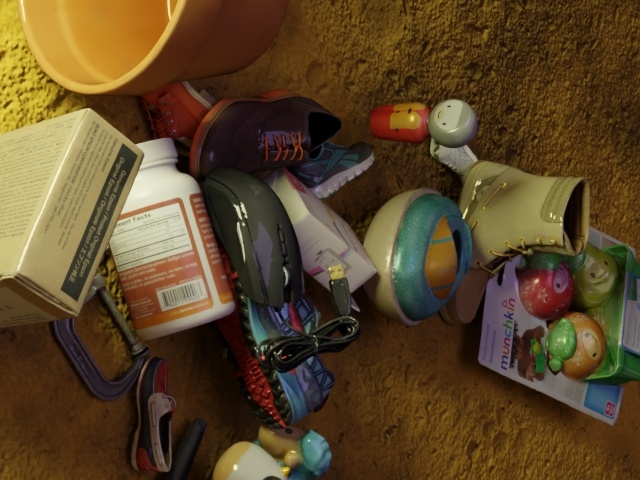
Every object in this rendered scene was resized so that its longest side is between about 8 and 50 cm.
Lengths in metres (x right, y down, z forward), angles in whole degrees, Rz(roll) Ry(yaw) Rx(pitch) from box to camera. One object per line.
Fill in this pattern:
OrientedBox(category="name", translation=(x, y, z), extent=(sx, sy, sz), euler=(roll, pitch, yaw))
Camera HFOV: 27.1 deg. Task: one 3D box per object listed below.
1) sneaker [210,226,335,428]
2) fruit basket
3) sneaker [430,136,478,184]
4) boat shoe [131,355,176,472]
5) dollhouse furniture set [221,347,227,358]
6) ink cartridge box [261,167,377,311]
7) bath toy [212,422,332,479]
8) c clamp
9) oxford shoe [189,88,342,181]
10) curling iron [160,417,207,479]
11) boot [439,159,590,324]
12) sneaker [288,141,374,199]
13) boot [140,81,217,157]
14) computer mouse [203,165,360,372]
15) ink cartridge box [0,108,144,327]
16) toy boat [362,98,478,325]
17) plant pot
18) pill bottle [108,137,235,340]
OrientedBox(category="sneaker", translation=(-0.064, 0.095, 1.641), extent=(0.125, 0.104, 0.262), euler=(-19, 88, -42))
OrientedBox(category="fruit basket", translation=(0.406, 0.100, 2.183), extent=(0.353, 0.165, 0.327), euler=(30, 62, -39))
OrientedBox(category="sneaker", translation=(0.204, -0.136, 2.082), extent=(0.061, 0.054, 0.152), euler=(-38, 119, -20))
OrientedBox(category="boat shoe", translation=(-0.190, 0.203, 1.554), extent=(0.049, 0.043, 0.137), euler=(30, 62, -60))
OrientedBox(category="dollhouse furniture set", translation=(-0.085, 0.076, 1.693), extent=(0.076, 0.058, 0.151), euler=(1, 82, -49))
OrientedBox(category="ink cartridge box", translation=(0.000, 0.000, 1.753), extent=(0.198, 0.067, 0.115), euler=(41, 13, -41))
OrientedBox(category="bath toy", translation=(-0.107, 0.350, 1.525), extent=(0.348, 0.129, 0.151), euler=(-50, 130, -50))
OrientedBox(category="c clamp", translation=(-0.245, 0.097, 1.532), extent=(0.137, 0.022, 0.160), euler=(-40, 113, -45))
OrientedBox(category="oxford shoe", translation=(-0.068, -0.133, 1.687), extent=(0.271, 0.098, 0.097), euler=(-35, 134, -52))
OrientedBox(category="curling iron", translation=(-0.187, 0.331, 1.550), extent=(0.068, 0.035, 0.274), euler=(53, 45, -47))
OrientedBox(category="boot", translation=(0.293, 0.016, 2.011), extent=(0.095, 0.203, 0.262), euler=(24, 81, -50))
OrientedBox(category="sneaker", translation=(0.014, -0.113, 1.843), extent=(0.166, 0.065, 0.076), euler=(-38, 108, -47))
OrientedBox(category="boot", translation=(-0.191, -0.163, 1.618), extent=(0.158, 0.059, 0.084), euler=(34, 63, -42))
OrientedBox(category="computer mouse", translation=(-0.031, 0.020, 1.592), extent=(0.184, 0.060, 0.262), euler=(-6, 72, -48))
OrientedBox(category="ink cartridge box", translation=(-0.305, -0.013, 1.318), extent=(0.088, 0.235, 0.193), euler=(40, 56, -37))
OrientedBox(category="toy boat", translation=(0.148, -0.039, 1.856), extent=(0.267, 0.148, 0.318), euler=(-33, 124, -63))
OrientedBox(category="plant pot", translation=(-0.170, -0.298, 1.483), extent=(0.203, 0.291, 0.291), euler=(2, 82, -49))
OrientedBox(category="pill bottle", translation=(-0.184, -0.003, 1.533), extent=(0.121, 0.121, 0.216), euler=(-16, 90, -49))
